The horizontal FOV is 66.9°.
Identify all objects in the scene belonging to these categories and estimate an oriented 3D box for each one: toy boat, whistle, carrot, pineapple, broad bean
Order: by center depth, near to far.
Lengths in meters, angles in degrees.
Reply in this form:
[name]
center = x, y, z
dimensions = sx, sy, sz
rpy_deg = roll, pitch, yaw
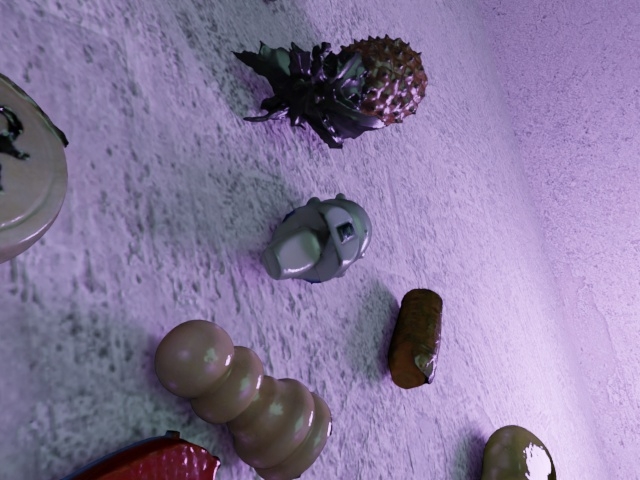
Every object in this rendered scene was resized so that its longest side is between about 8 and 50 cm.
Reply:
[toy boat]
center = -0.138, 0.186, 0.354
dimensions = 0.172, 0.058, 0.069
rpy_deg = 7, 70, -62
[whistle]
center = 0.000, 0.000, 0.613
dimensions = 0.244, 0.092, 0.110
rpy_deg = -27, 100, -58
[pineapple]
center = 0.029, -0.223, 0.732
dimensions = 0.364, 0.165, 0.166
rpy_deg = -31, 101, -48
[carrot]
center = 0.155, 0.157, 0.780
dimensions = 0.082, 0.082, 0.173
rpy_deg = 58, 33, -21
[broad bean]
center = 0.379, 0.480, 0.920
dimensions = 0.291, 0.119, 0.238
rpy_deg = 13, 64, -54

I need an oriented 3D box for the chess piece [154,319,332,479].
[chess piece]
center = -0.074, 0.137, 0.445
dimensions = 0.170, 0.094, 0.094
rpy_deg = 50, 39, -23

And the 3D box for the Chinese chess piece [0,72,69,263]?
[Chinese chess piece]
center = -0.240, -0.050, 0.312
dimensions = 0.144, 0.058, 0.144
rpy_deg = 31, 50, -46
